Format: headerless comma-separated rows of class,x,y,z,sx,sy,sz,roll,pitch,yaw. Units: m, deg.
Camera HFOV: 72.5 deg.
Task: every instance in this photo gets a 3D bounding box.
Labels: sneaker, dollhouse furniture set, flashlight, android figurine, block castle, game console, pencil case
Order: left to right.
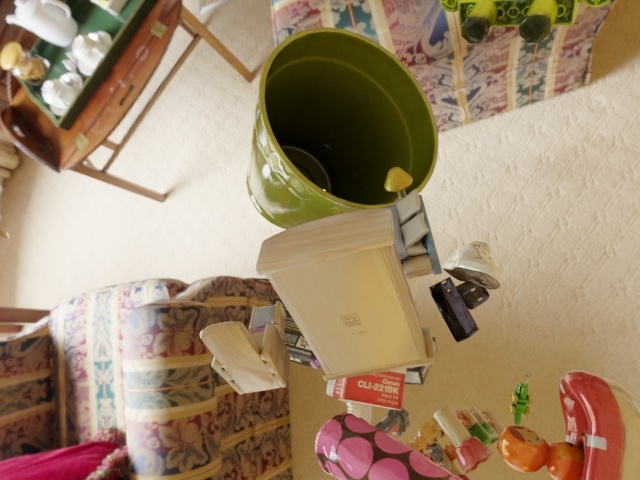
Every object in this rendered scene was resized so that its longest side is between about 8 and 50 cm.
dollhouse furniture set,0.000,0.000,0.584,0.286,0.198,0.304,-14,36,15
sneaker,0.114,0.619,1.654,0.108,0.169,0.293,3,79,52
flashlight,0.219,0.667,1.487,0.103,0.304,0.103,41,111,26
pencil case,0.089,0.305,0.549,0.095,0.098,0.209,-36,34,-30
block castle,0.409,0.662,1.277,0.303,0.453,0.213,-47,50,13
game console,0.539,0.226,1.618,0.044,0.361,0.213,-36,74,40
sneaker,0.425,0.051,1.183,0.105,0.290,0.123,38,89,-6
android figurine,0.325,-0.402,0.683,0.248,0.056,0.273,17,60,32

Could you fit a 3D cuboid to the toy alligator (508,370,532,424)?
toy alligator,0.613,0.472,1.338,0.056,0.051,0.190,5,104,2

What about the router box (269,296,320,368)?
router box,-0.059,0.209,1.010,0.178,0.046,0.133,6,50,32

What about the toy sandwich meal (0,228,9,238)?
toy sandwich meal,-0.529,-0.014,0.677,0.085,0.085,0.029,17,76,27

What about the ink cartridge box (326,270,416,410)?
ink cartridge box,0.099,0.181,0.875,0.114,0.197,0.273,11,73,-4

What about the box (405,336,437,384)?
box,0.266,0.429,1.586,0.269,0.216,0.060,-6,107,31

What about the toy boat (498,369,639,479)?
toy boat,0.306,0.277,0.552,0.151,0.151,0.231,14,70,21

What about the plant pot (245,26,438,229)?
plant pot,-0.003,-0.179,0.944,0.353,0.366,0.367,145,121,-61
